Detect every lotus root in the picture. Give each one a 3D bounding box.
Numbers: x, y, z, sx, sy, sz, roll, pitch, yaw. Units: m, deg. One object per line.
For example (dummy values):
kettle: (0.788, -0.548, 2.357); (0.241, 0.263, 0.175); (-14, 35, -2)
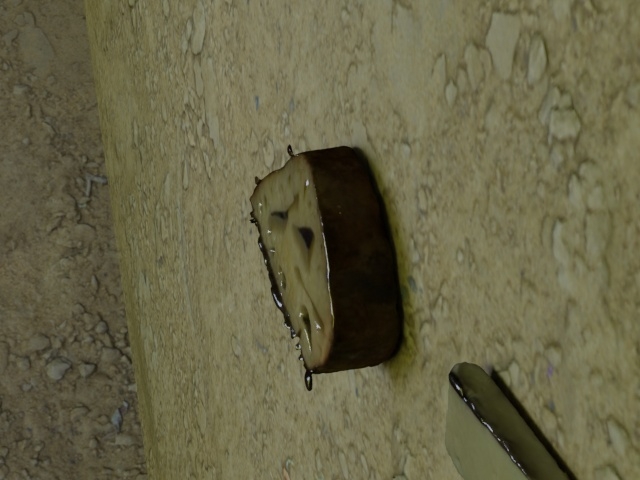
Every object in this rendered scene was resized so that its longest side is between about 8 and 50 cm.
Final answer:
lotus root: (0.000, 0.000, 1.088); (0.170, 0.074, 0.260); (106, 153, -46)

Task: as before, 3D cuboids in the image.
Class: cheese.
cheese: (0.169, 0.217, 0.732); (0.400, 0.034, 0.085); (-124, 29, -55)
